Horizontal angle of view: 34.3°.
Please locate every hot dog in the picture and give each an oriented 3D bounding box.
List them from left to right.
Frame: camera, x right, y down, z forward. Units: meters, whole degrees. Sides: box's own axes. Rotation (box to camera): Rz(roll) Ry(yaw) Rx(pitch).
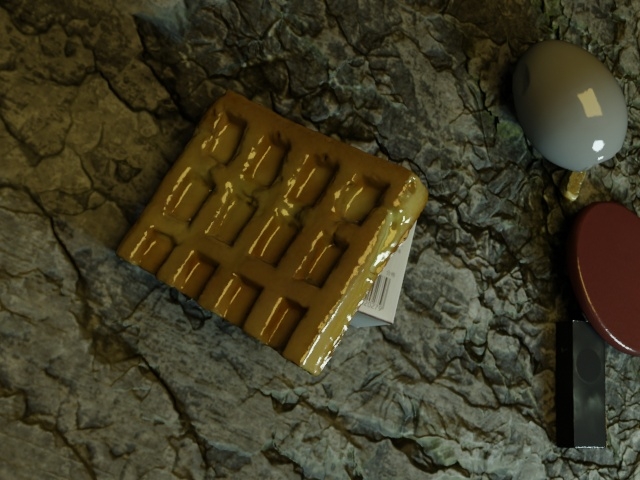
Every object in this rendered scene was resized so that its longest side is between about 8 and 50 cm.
[{"bbox_3d":[0.445,-0.100,1.844,0.030,0.034,0.090,40,46,-9],"label":"hot dog"}]

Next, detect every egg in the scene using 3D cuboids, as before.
[{"bbox_3d":[0.421,-0.234,1.764,0.176,0.176,0.232,-38,101,-28],"label":"egg"}]

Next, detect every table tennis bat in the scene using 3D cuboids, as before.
[{"bbox_3d":[0.581,0.099,1.870,0.414,0.051,0.268,41,54,-23],"label":"table tennis bat"}]

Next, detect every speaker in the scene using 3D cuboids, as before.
[{"bbox_3d":[0.453,0.250,1.794,0.082,0.044,0.218,8,79,-29],"label":"speaker"}]

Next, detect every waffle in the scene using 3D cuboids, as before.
[{"bbox_3d":[-0.070,-0.027,1.380,0.348,0.077,0.304,27,79,22],"label":"waffle"}]

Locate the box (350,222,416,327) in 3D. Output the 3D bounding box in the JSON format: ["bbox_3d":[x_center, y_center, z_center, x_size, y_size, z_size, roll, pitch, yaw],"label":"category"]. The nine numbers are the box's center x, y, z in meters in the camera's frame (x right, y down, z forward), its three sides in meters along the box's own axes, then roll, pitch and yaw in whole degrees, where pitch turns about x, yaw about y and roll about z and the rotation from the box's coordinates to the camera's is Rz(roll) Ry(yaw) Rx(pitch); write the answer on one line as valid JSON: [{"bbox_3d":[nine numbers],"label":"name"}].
[{"bbox_3d":[0.000,0.000,1.528,0.260,0.111,0.195,22,73,-23],"label":"box"}]
